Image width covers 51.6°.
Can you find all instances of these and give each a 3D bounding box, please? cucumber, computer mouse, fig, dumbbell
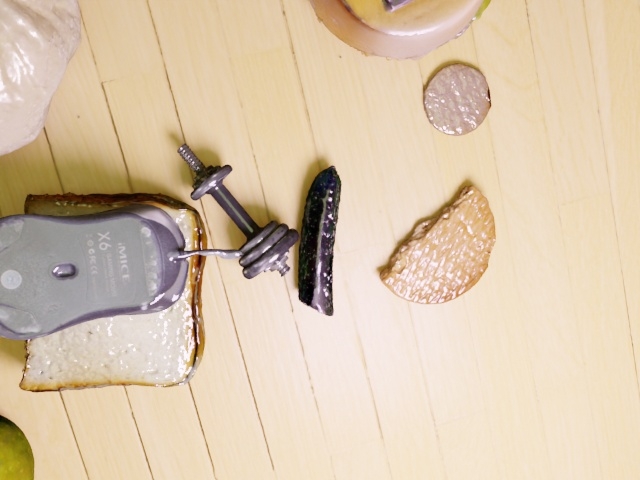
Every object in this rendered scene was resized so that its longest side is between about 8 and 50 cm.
[{"bbox_3d":[-0.003,0.001,1.074,0.067,0.067,0.246,1,97,-10],"label":"cucumber"},{"bbox_3d":[-0.298,0.036,0.920,0.378,0.090,0.167,-5,94,-14],"label":"computer mouse"},{"bbox_3d":[-0.526,0.369,0.936,0.205,0.275,0.206,-2,101,-9],"label":"fig"},{"bbox_3d":[-0.132,-0.047,1.027,0.110,0.110,0.255,-39,96,-1],"label":"dumbbell"}]

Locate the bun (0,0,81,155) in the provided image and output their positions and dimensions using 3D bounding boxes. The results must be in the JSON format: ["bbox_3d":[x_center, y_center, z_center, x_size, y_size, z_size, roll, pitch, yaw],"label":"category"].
[{"bbox_3d":[-0.502,-0.273,0.859,0.352,0.227,0.349,-1,101,-8],"label":"bun"}]

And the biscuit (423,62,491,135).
[{"bbox_3d":[0.226,-0.232,1.095,0.120,0.015,0.120,-2,100,-9],"label":"biscuit"}]

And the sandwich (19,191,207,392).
[{"bbox_3d":[-0.311,0.075,1.015,0.271,0.099,0.302,2,96,-13],"label":"sandwich"}]

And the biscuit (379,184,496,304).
[{"bbox_3d":[0.216,0.023,1.127,0.144,0.033,0.224,42,91,-15],"label":"biscuit"}]

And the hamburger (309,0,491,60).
[{"bbox_3d":[0.117,-0.411,0.970,0.301,0.170,0.302,0,98,-1],"label":"hamburger"}]
